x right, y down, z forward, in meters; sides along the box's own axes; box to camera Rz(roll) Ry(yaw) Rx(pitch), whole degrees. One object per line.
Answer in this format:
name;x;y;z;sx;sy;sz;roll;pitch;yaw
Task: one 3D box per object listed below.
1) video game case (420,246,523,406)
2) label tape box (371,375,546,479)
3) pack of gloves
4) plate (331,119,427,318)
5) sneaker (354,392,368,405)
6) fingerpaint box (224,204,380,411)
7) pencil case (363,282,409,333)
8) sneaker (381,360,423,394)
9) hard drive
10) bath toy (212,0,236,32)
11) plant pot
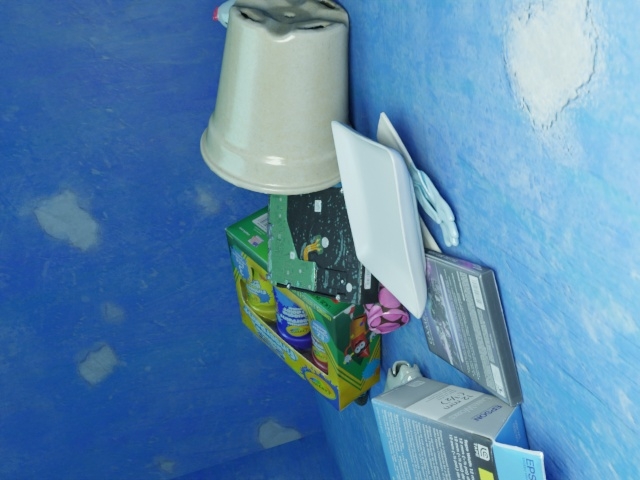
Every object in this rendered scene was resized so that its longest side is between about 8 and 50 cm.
video game case;0.208;0.115;1.017;0.274;0.026;0.196;-151;44;-74
label tape box;0.236;0.357;0.965;0.347;0.115;0.249;-2;103;59
pack of gloves;0.162;-0.071;1.064;0.232;0.046;0.195;60;167;20
plate;0.101;-0.049;1.091;0.277;0.045;0.278;-131;26;-64
sneaker;0.122;0.460;2.091;0.076;0.065;0.166;-131;26;-62
fingerpaint box;-0.049;0.176;1.772;0.445;0.163;0.371;36;145;36
pencil case;0.112;0.101;1.428;0.095;0.098;0.209;41;-158;-48
sneaker;0.179;0.325;1.452;0.262;0.099;0.121;127;135;-70
hard drive;0.000;0.000;1.446;0.339;0.064;0.237;6;95;51
bath toy;-0.223;-0.632;1.941;0.348;0.129;0.151;-67;-34;-80
plant pot;-0.071;-0.311;1.313;0.334;0.333;0.305;-114;24;-47
